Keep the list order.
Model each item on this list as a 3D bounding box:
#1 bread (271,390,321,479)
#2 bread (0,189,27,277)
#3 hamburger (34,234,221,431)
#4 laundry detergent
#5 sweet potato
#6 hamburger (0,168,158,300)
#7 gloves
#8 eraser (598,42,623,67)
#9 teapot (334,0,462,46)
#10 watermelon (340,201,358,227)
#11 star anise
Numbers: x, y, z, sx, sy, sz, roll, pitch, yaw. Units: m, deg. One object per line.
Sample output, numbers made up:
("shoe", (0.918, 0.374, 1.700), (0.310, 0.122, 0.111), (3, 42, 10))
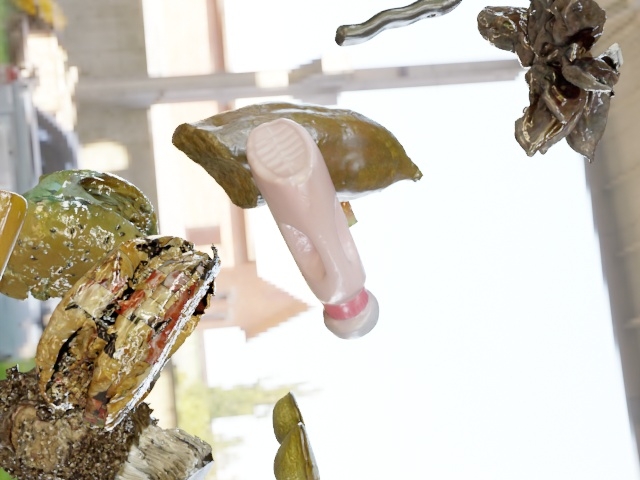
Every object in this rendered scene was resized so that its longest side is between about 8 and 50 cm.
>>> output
("bread", (-0.043, 0.289, 1.957), (0.188, 0.065, 0.149), (81, -4, -79))
("bread", (-0.383, -0.011, 1.591), (0.049, 0.062, 0.103), (132, -22, -77))
("hamburger", (-0.184, 0.084, 1.338), (0.231, 0.106, 0.231), (-59, 174, -11))
("laundry detergent", (0.000, 0.000, 1.779), (0.159, 0.087, 0.335), (60, -4, 48))
("sweet potato", (-0.019, -0.123, 1.921), (0.158, 0.369, 0.158), (22, -65, 59))
("hamburger", (-0.359, -0.010, 2.064), (0.168, 0.288, 0.192), (-105, -154, -43))
("gloves", (-0.307, 0.267, 1.787), (0.210, 0.312, 0.135), (-52, -174, 45))
("eraser", (0.345, -0.210, 1.699), (0.019, 0.099, 0.027), (22, -36, 45))
("teapot", (0.067, -0.372, 1.364), (0.223, 0.285, 0.305), (98, -10, -52))
("watermelon", (-0.006, -0.078, 2.187), (0.135, 0.125, 0.094), (45, -62, 37))
("star anise", (0.257, -0.197, 1.498), (0.283, 0.129, 0.212), (106, -27, -75))
